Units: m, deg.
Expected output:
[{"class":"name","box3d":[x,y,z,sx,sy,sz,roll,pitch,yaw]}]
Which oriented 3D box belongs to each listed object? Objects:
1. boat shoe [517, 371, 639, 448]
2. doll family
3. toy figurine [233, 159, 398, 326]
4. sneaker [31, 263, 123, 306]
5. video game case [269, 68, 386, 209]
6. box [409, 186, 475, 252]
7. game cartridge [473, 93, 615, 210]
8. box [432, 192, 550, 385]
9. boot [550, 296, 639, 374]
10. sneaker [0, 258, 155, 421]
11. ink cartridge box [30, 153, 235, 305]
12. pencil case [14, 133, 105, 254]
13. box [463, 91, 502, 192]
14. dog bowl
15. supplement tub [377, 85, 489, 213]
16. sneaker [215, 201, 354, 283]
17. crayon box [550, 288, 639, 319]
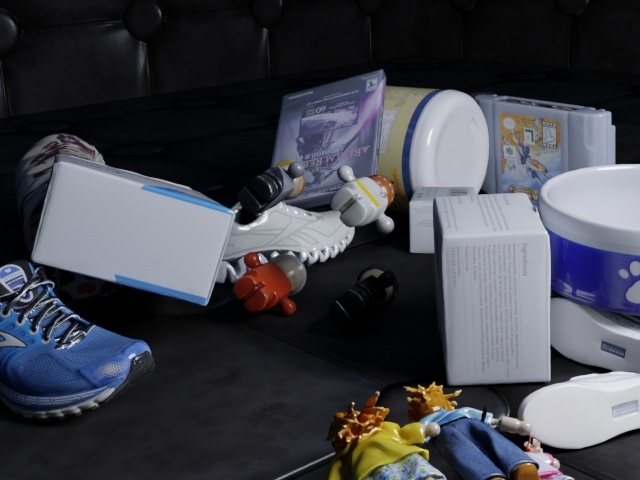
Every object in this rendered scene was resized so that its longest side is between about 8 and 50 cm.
[{"class":"boat shoe","box3d":[0.271,0.163,1.020,0.184,0.066,0.063,-12,5,-21]},{"class":"doll family","box3d":[0.099,0.183,0.871,0.263,0.118,0.163,-9,18,-21]},{"class":"toy figurine","box3d":[0.000,0.000,1.339,0.213,0.209,0.148,5,13,22]},{"class":"sneaker","box3d":[-0.367,0.063,1.465,0.170,0.068,0.071,-4,0,-35]},{"class":"video game case","box3d":[0.010,-0.168,1.716,0.196,0.026,0.274,-12,47,22]},{"class":"box","box3d":[0.196,-0.034,1.625,0.102,0.087,0.101,0,17,11]},{"class":"game cartridge","box3d":[0.384,-0.145,1.772,0.062,0.198,0.297,-14,19,-33]},{"class":"box","box3d":[0.197,0.052,1.185,0.119,0.182,0.181,-3,16,4]},{"class":"boot","box3d":[0.349,0.114,1.176,0.086,0.069,0.190,-7,24,-38]},{"class":"sneaker","box3d":[-0.335,0.105,1.147,0.330,0.147,0.130,7,19,27]},{"class":"ink cartridge box","box3d":[-0.258,-0.023,1.347,0.223,0.129,0.307,15,3,-16]},{"class":"pencil case","box3d":[-0.421,-0.075,1.718,0.183,0.160,0.410,-24,21,-11]},{"class":"box","box3d":[0.293,-0.196,2.005,0.167,0.168,0.203,-4,16,-7]},{"class":"dog bowl","box3d":[0.393,-0.007,1.212,0.265,0.104,0.265,-1,20,1]},{"class":"supplement tub","box3d":[0.119,-0.167,1.834,0.316,0.228,0.228,11,21,37]},{"class":"sneaker","box3d":[-0.064,-0.018,1.566,0.292,0.118,0.110,-14,19,-38]},{"class":"crayon box","box3d":[0.368,0.034,1.390,0.202,0.081,0.318,-4,17,-3]}]
